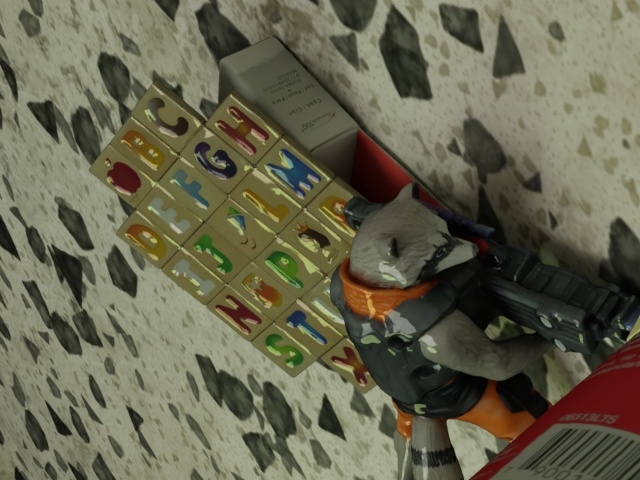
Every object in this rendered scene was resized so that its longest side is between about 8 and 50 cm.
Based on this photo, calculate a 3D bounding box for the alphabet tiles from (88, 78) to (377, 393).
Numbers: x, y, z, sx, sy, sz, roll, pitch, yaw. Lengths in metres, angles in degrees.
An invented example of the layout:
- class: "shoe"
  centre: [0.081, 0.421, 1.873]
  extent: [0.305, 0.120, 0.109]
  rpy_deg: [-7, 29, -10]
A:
- class: "alphabet tiles"
  centre: [-0.050, 0.005, 1.531]
  extent: [0.342, 0.011, 0.285]
  rpy_deg: [40, 144, -6]

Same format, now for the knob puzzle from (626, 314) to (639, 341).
- class: "knob puzzle"
  centre: [0.294, 0.061, 1.073]
  extent: [0.213, 0.030, 0.213]
  rpy_deg: [27, 132, 34]

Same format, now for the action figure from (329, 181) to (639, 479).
- class: "action figure"
  centre: [0.124, 0.105, 1.302]
  extent: [0.341, 0.178, 0.330]
  rpy_deg: [16, 140, 48]

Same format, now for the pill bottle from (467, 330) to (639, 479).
- class: "pill bottle"
  centre: [0.230, 0.139, 0.847]
  extent: [0.229, 0.408, 0.229]
  rpy_deg: [30, 137, 32]

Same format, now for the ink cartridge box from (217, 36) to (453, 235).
- class: "ink cartridge box"
  centre: [0.000, 0.000, 1.549]
  extent: [0.261, 0.066, 0.296]
  rpy_deg: [47, 151, 28]
